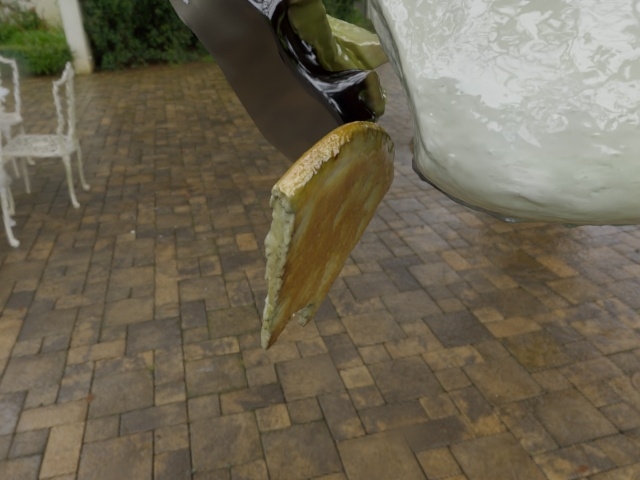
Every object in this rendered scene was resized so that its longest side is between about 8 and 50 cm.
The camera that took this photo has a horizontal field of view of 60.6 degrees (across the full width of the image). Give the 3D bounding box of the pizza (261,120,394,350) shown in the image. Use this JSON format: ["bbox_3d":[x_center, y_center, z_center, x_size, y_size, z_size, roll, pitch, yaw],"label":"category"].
[{"bbox_3d":[0.000,0.000,0.508,0.034,0.262,0.181,35,43,18],"label":"pizza"}]

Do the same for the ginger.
[{"bbox_3d":[-0.021,-0.278,0.751,0.211,0.358,0.413,-43,23,-9],"label":"ginger"}]

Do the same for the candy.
[{"bbox_3d":[0.248,-0.179,0.439,0.426,0.186,0.386,3,52,8],"label":"candy"}]
